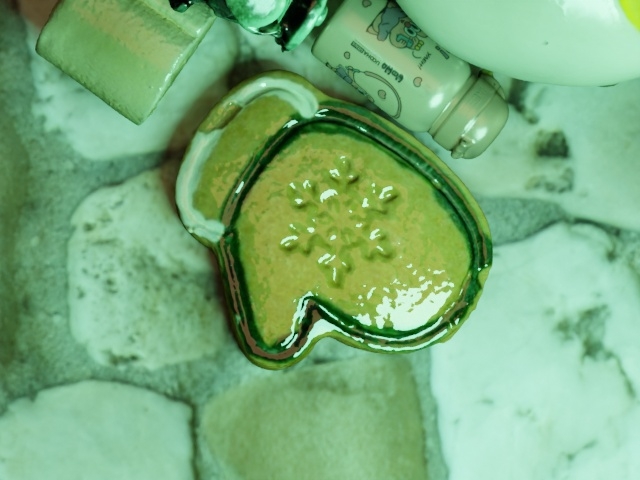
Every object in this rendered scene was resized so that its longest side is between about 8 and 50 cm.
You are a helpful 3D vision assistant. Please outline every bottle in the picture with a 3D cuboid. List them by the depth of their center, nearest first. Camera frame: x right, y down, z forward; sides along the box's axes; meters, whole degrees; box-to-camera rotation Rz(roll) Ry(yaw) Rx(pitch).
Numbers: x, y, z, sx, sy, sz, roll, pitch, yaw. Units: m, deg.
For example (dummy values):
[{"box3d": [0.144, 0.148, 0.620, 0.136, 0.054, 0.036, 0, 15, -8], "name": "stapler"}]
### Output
[{"box3d": [0.102, -0.173, 1.844, 0.209, 0.097, 0.110, 38, 55, 0], "name": "bottle"}]

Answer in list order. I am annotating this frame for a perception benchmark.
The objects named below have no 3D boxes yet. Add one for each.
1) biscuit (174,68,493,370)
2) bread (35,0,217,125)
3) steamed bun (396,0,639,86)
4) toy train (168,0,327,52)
[{"box3d": [0.000, 0.000, 1.838, 0.343, 0.057, 0.287, 35, 84, 1], "name": "biscuit"}, {"box3d": [-0.196, -0.214, 1.812, 0.141, 0.134, 0.148, 36, 98, -2], "name": "bread"}, {"box3d": [0.231, -0.308, 1.743, 0.374, 0.334, 0.334, 11, 84, 16], "name": "steamed bun"}, {"box3d": [-0.043, -0.327, 1.747, 0.167, 0.299, 0.238, 23, 117, -21], "name": "toy train"}]
